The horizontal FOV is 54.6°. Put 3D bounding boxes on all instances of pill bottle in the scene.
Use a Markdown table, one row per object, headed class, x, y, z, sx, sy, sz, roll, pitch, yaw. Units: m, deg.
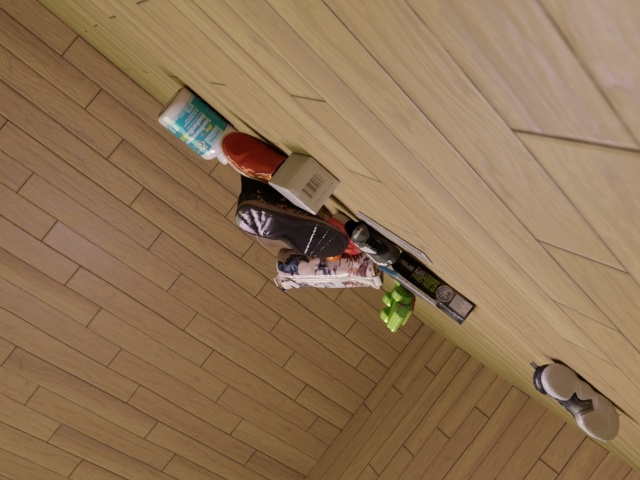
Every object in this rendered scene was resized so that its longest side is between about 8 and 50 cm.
| class | x | y | z | sx | sy | sz | roll | pitch | yaw |
| --- | --- | --- | --- | --- | --- | --- | --- | --- | --- |
| pill bottle | -0.390 | -0.367 | 2.039 | 0.264 | 0.146 | 0.146 | 39 | 177 | -23 |

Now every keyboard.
| class | x | y | z | sx | sy | sz | roll | pitch | yaw |
| --- | --- | --- | --- | --- | --- | --- | --- | --- | --- |
| keyboard | 0.201 | -0.009 | 1.706 | 0.256 | 0.014 | 0.072 | 36 | -178 | 38 |

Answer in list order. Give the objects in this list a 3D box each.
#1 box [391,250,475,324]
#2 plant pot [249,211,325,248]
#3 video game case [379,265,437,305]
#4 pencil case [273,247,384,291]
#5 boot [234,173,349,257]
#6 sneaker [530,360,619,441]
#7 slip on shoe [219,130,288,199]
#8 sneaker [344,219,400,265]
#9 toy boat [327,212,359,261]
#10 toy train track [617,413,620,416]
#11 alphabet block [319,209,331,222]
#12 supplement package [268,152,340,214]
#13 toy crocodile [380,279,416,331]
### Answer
| class | x | y | z | sx | sy | sz | roll | pitch | yaw |
| --- | --- | --- | --- | --- | --- | --- | --- | --- | --- |
| box | 0.347 | 0.151 | 1.920 | 0.270 | 0.060 | 0.216 | 38 | 178 | 15 |
| plant pot | -0.108 | -0.073 | 2.310 | 0.229 | 0.263 | 0.263 | 25 | 170 | 36 |
| video game case | 0.260 | 0.133 | 1.844 | 0.166 | 0.015 | 0.119 | 35 | 178 | -17 |
| pencil case | 0.037 | 0.107 | 2.311 | 0.409 | 0.184 | 0.160 | -2 | 133 | 18 |
| boot | -0.094 | -0.108 | 1.931 | 0.377 | 0.138 | 0.284 | 16 | -143 | -24 |
| sneaker | 0.680 | 0.421 | 1.678 | 0.268 | 0.101 | 0.153 | 44 | 177 | -6 |
| slip on shoe | -0.141 | -0.214 | 1.786 | 0.331 | 0.123 | 0.101 | 34 | 164 | 0 |
| sneaker | 0.145 | 0.002 | 1.882 | 0.106 | 0.078 | 0.234 | 37 | -179 | -41 |
| toy boat | 0.072 | 0.007 | 2.133 | 0.151 | 0.151 | 0.231 | 38 | 177 | 8 |
| toy train track | 0.801 | 0.470 | 1.746 | 0.083 | 0.014 | 0.048 | 36 | 177 | 23 |
| alphabet block | 0.000 | 0.000 | 2.532 | 0.197 | 0.193 | 0.192 | 40 | 176 | -25 |
| supplement package | -0.045 | -0.148 | 1.586 | 0.105 | 0.105 | 0.179 | 39 | 177 | -22 |
| toy crocodile | 0.271 | 0.199 | 2.060 | 0.105 | 0.115 | 0.340 | 26 | -159 | 1 |
